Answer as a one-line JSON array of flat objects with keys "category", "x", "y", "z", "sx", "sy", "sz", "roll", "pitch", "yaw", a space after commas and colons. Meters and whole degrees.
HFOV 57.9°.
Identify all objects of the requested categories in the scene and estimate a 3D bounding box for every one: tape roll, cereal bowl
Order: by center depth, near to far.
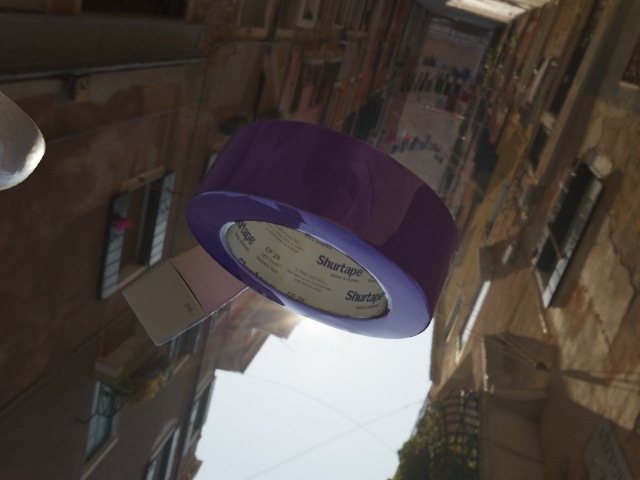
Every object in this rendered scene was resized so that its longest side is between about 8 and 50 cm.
[{"category": "tape roll", "x": 0.000, "y": 0.000, "z": 0.613, "sx": 0.274, "sy": 0.275, "sz": 0.090, "roll": 21, "pitch": -116, "yaw": 12}, {"category": "cereal bowl", "x": -0.682, "y": -0.185, "z": 1.017, "sx": 0.339, "sy": 0.339, "sz": 0.141, "roll": 12, "pitch": -114, "yaw": 6}]

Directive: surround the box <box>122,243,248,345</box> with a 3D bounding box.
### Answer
[{"category": "box", "x": -0.157, "y": 0.046, "z": 0.879, "sx": 0.094, "sy": 0.113, "sz": 0.275, "roll": 57, "pitch": -154, "yaw": -2}]
